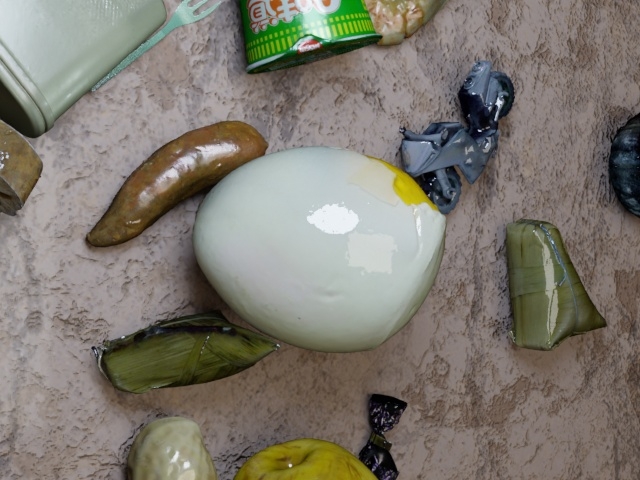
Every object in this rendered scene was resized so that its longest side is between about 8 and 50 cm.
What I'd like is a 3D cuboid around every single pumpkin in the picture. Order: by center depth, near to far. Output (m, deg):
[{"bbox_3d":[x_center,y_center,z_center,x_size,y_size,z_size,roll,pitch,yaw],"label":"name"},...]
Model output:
[{"bbox_3d":[0.652,-0.143,1.913,0.233,0.163,0.233,-5,99,-32],"label":"pumpkin"}]

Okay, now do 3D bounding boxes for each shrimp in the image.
[{"bbox_3d":[0.153,-0.426,1.629,0.294,0.062,0.154,-39,108,-22],"label":"shrimp"}]

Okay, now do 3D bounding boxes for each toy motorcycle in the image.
[{"bbox_3d":[0.220,-0.178,1.669,0.159,0.106,0.270,35,79,-36],"label":"toy motorcycle"}]

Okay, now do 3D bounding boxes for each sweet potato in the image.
[{"bbox_3d":[-0.203,-0.089,1.416,0.292,0.097,0.097,-31,110,-18],"label":"sweet potato"}]

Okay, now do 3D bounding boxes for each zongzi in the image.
[{"bbox_3d":[-0.184,0.161,1.377,0.205,0.204,0.094,-13,99,-30],"label":"zongzi"},{"bbox_3d":[0.438,0.069,1.829,0.256,0.115,0.228,-6,93,-38],"label":"zongzi"}]

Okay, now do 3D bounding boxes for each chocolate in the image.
[{"bbox_3d":[0.101,0.327,1.661,0.072,0.070,0.147,5,91,-5],"label":"chocolate"}]

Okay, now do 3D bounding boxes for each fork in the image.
[{"bbox_3d":[-0.235,-0.280,1.417,0.235,0.021,0.039,-42,111,-21],"label":"fork"}]

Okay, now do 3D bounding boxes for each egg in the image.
[{"bbox_3d":[-0.003,0.008,1.399,0.345,0.283,0.283,13,87,-8],"label":"egg"}]

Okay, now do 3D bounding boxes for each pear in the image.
[{"bbox_3d":[-0.024,0.427,1.472,0.281,0.281,0.280,-3,96,-32],"label":"pear"}]

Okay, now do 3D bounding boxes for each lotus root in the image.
[{"bbox_3d":[-0.405,-0.095,1.267,0.122,0.112,0.081,48,62,-25],"label":"lotus root"}]

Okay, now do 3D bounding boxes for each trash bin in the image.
[{"bbox_3d":[-0.351,-0.297,1.286,0.247,0.121,0.243,-48,117,-24],"label":"trash bin"}]

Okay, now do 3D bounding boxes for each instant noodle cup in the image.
[{"bbox_3d":[-0.035,-0.373,1.440,0.207,0.207,0.232,-17,97,-31],"label":"instant noodle cup"}]

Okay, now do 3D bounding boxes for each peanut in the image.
[{"bbox_3d":[-0.217,0.404,1.423,0.149,0.149,0.313,13,85,-33],"label":"peanut"}]
